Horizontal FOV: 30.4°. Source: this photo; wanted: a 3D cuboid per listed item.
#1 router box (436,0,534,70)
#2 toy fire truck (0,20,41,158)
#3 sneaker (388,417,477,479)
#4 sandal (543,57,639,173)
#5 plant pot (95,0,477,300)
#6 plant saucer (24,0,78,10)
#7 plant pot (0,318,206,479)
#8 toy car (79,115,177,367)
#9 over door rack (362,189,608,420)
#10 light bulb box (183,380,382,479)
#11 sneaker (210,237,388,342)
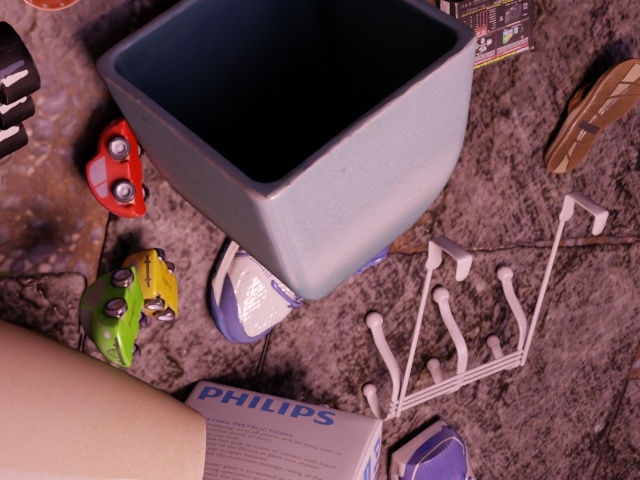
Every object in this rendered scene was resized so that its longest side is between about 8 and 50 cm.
[{"bbox_3d":[0.189,-0.249,1.351,0.122,0.038,0.092,-23,126,-27],"label":"router box"},{"bbox_3d":[-0.349,-0.160,0.888,0.158,0.217,0.246,-32,89,-21],"label":"toy fire truck"},{"bbox_3d":[0.213,0.403,1.643,0.127,0.182,0.315,-34,131,-22],"label":"sneaker"},{"bbox_3d":[0.347,-0.167,1.527,0.072,0.049,0.180,23,113,-39],"label":"sandal"},{"bbox_3d":[-0.015,-0.091,1.115,0.247,0.248,0.252,-39,146,-18],"label":"plant pot"},{"bbox_3d":[-0.234,-0.242,1.025,0.083,0.013,0.083,-19,124,-30],"label":"plant saucer"},{"bbox_3d":[-0.246,0.191,1.022,0.274,0.256,0.256,11,109,-13],"label":"plant pot"},{"bbox_3d":[-0.189,0.030,1.108,0.053,0.225,0.239,-6,126,6],"label":"toy car"},{"bbox_3d":[0.188,0.070,1.465,0.239,0.108,0.324,-18,145,-31],"label":"over door rack"},{"bbox_3d":[-0.095,0.401,1.245,0.361,0.225,0.358,-57,156,-62],"label":"light bulb box"},{"bbox_3d":[0.000,0.000,1.275,0.296,0.131,0.112,-53,137,0],"label":"sneaker"}]
